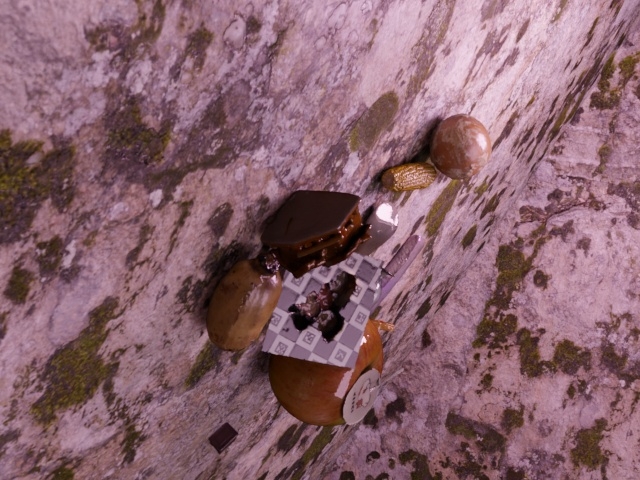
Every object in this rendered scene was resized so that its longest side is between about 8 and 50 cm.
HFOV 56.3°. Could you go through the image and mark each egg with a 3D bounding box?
[{"bbox_3d":[0.456,-0.306,1.945,0.203,0.203,0.245,-50,152,-9],"label":"egg"}]

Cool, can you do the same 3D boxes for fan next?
[{"bbox_3d":[0.174,0.472,1.915,0.329,0.009,0.190,-21,124,-45],"label":"fan"}]

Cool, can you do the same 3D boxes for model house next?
[{"bbox_3d":[-0.001,-0.001,1.498,0.199,0.220,0.229,-61,148,-22],"label":"model house"}]

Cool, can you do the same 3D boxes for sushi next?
[{"bbox_3d":[-0.002,0.179,1.726,0.320,0.069,0.339,15,90,-31],"label":"sushi"}]

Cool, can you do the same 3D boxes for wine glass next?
[{"bbox_3d":[0.189,0.193,2.265,0.202,0.093,0.093,-55,157,1],"label":"wine glass"}]

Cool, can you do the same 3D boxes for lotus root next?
[{"bbox_3d":[-0.183,0.144,1.444,0.284,0.146,0.160,-58,177,27],"label":"lotus root"}]

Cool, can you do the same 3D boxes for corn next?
[{"bbox_3d":[0.282,-0.202,1.902,0.260,0.091,0.091,-12,116,-51],"label":"corn"}]

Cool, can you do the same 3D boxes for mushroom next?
[{"bbox_3d":[0.178,-0.024,1.966,0.116,0.093,0.225,-2,137,-35],"label":"mushroom"}]

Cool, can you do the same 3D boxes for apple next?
[{"bbox_3d":[0.011,0.406,1.961,0.400,0.334,0.399,-30,129,-47],"label":"apple"}]

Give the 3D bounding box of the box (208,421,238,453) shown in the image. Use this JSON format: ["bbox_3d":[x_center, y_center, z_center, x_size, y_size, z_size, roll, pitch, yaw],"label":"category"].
[{"bbox_3d":[-0.325,0.665,2.000,0.085,0.060,0.063,-38,160,-34],"label":"box"}]

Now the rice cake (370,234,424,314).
[{"bbox_3d":[0.283,0.137,2.402,0.399,0.064,0.070,-52,147,-5],"label":"rice cake"}]

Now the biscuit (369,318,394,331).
[{"bbox_3d":[0.162,0.316,2.300,0.239,0.212,0.041,16,82,-52],"label":"biscuit"}]
